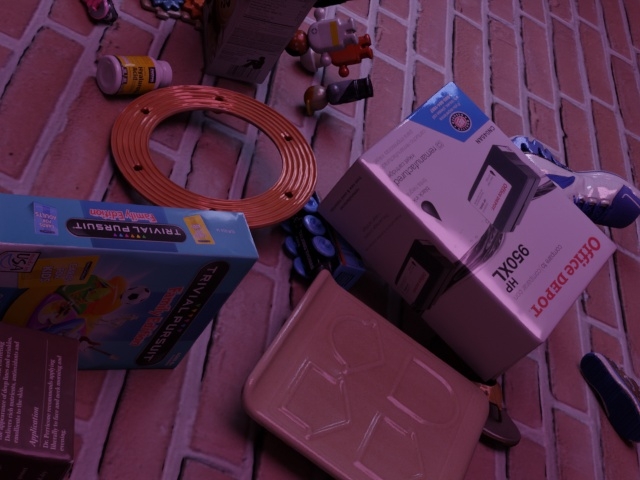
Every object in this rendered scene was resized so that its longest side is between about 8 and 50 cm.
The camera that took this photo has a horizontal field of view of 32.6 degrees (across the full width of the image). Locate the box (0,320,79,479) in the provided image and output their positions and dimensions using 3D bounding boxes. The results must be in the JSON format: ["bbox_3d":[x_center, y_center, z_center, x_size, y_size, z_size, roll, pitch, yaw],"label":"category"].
[{"bbox_3d":[-0.386,0.195,1.188,0.203,0.167,0.168,17,43,-25],"label":"box"}]

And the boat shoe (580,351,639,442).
[{"bbox_3d":[0.536,0.273,1.932,0.066,0.066,0.183,2,50,-39],"label":"boat shoe"}]

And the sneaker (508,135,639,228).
[{"bbox_3d":[0.493,-0.074,2.221,0.315,0.127,0.182,22,43,-9],"label":"sneaker"}]

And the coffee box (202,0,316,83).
[{"bbox_3d":[-0.105,-0.433,1.918,0.119,0.297,0.168,8,60,-23],"label":"coffee box"}]

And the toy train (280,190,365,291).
[{"bbox_3d":[0.000,0.000,1.776,0.105,0.080,0.184,18,38,-37],"label":"toy train"}]

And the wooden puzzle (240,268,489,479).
[{"bbox_3d":[0.067,0.244,1.581,0.348,0.080,0.322,40,38,-3],"label":"wooden puzzle"}]

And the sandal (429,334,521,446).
[{"bbox_3d":[0.253,0.231,1.751,0.090,0.060,0.219,-1,53,-39],"label":"sandal"}]

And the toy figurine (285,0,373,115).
[{"bbox_3d":[0.009,-0.364,2.045,0.148,0.213,0.209,-9,47,11],"label":"toy figurine"}]

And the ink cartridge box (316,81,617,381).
[{"bbox_3d":[0.240,-0.018,1.760,0.395,0.166,0.285,46,51,3],"label":"ink cartridge box"}]

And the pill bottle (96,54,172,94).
[{"bbox_3d":[-0.307,-0.275,1.816,0.116,0.065,0.065,-9,58,-44],"label":"pill bottle"}]

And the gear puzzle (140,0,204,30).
[{"bbox_3d":[-0.193,-0.465,2.118,0.339,0.044,0.175,12,45,-30],"label":"gear puzzle"}]

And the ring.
[{"bbox_3d":[-0.170,-0.133,1.761,0.336,0.032,0.336,10,43,-10],"label":"ring"}]

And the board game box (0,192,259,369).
[{"bbox_3d":[-0.281,0.061,1.338,0.336,0.254,0.079,4,50,-36],"label":"board game box"}]

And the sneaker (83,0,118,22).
[{"bbox_3d":[-0.392,-0.429,1.932,0.057,0.047,0.119,16,41,-55],"label":"sneaker"}]
